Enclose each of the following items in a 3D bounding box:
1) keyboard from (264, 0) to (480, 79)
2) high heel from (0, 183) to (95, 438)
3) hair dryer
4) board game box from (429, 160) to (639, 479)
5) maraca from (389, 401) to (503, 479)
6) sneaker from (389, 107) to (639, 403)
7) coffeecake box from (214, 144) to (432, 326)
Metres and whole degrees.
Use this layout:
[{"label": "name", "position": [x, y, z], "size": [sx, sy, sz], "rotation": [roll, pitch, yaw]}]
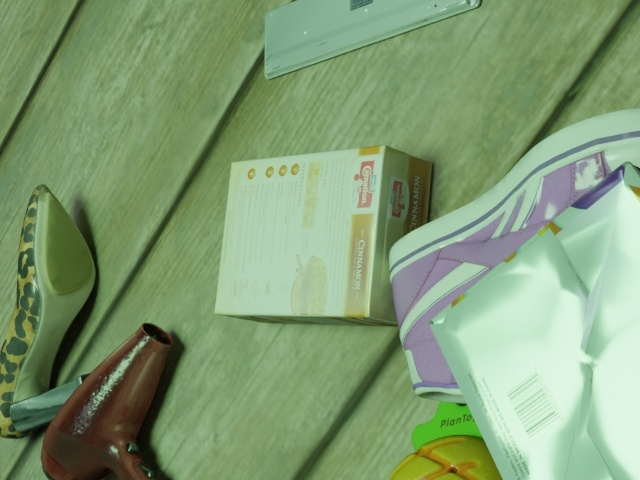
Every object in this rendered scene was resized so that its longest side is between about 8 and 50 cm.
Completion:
[{"label": "keyboard", "position": [0.039, -0.212, 1.074], "size": [0.256, 0.014, 0.072], "rotation": [-12, 67, 41]}, {"label": "high heel", "position": [-0.335, 0.083, 1.294], "size": [0.186, 0.093, 0.261], "rotation": [-21, 75, 32]}, {"label": "hair dryer", "position": [-0.181, 0.228, 1.151], "size": [0.224, 0.080, 0.293], "rotation": [-3, 83, 27]}, {"label": "board game box", "position": [0.218, 0.081, 0.643], "size": [0.142, 0.275, 0.144], "rotation": [-43, 54, 28]}, {"label": "maraca", "position": [0.097, 0.190, 0.863], "size": [0.127, 0.099, 0.185], "rotation": [-21, 41, 39]}, {"label": "sneaker", "position": [0.163, 0.032, 0.822], "size": [0.282, 0.102, 0.161], "rotation": [-38, 44, 43]}, {"label": "coffeecake box", "position": [0.000, 0.000, 1.017], "size": [0.185, 0.068, 0.142], "rotation": [-2, 78, 43]}]
